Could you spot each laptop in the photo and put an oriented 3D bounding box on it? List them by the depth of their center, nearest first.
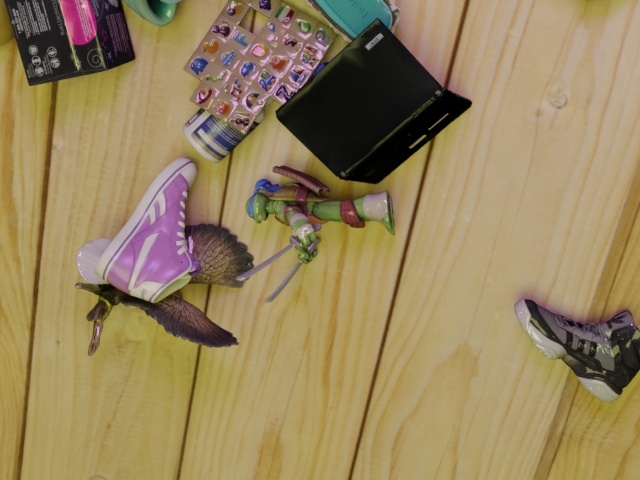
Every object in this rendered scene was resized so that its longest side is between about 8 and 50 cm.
[{"bbox_3d":[0.097,-0.222,1.561,0.234,0.264,0.136,-39,75,20],"label":"laptop"}]

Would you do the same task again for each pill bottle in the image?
[{"bbox_3d":[-0.159,-0.227,1.659,0.169,0.094,0.094,-42,97,13],"label":"pill bottle"}]

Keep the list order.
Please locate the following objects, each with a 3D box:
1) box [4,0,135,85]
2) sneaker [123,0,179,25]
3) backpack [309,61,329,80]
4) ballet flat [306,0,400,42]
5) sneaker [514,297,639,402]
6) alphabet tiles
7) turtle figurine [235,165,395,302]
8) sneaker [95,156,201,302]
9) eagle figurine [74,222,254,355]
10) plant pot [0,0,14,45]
[{"bbox_3d":[-0.452,-0.416,1.630,0.163,0.142,0.247,-8,106,15],"label":"box"},{"bbox_3d":[-0.254,-0.472,1.487,0.135,0.366,0.150,-43,89,-18],"label":"sneaker"},{"bbox_3d":[0.026,-0.248,1.604,0.098,0.120,0.101,22,120,-42],"label":"backpack"},{"bbox_3d":[-0.030,-0.478,1.505,0.147,0.147,0.409,-37,113,20],"label":"ballet flat"},{"bbox_3d":[0.486,0.165,1.676,0.268,0.101,0.153,40,111,-11],"label":"sneaker"},{"bbox_3d":[-0.116,-0.312,1.607,0.198,0.009,0.237,33,87,6],"label":"alphabet tiles"},{"bbox_3d":[0.000,0.000,1.662,0.266,0.274,0.198,-6,142,8],"label":"turtle figurine"},{"bbox_3d":[-0.268,-0.012,1.692,0.161,0.102,0.282,27,70,6],"label":"sneaker"},{"bbox_3d":[-0.296,0.091,1.758,0.298,0.225,0.226,-5,98,24],"label":"eagle figurine"},{"bbox_3d":[-0.608,-0.408,1.680,0.134,0.134,0.095,-5,135,12],"label":"plant pot"}]
